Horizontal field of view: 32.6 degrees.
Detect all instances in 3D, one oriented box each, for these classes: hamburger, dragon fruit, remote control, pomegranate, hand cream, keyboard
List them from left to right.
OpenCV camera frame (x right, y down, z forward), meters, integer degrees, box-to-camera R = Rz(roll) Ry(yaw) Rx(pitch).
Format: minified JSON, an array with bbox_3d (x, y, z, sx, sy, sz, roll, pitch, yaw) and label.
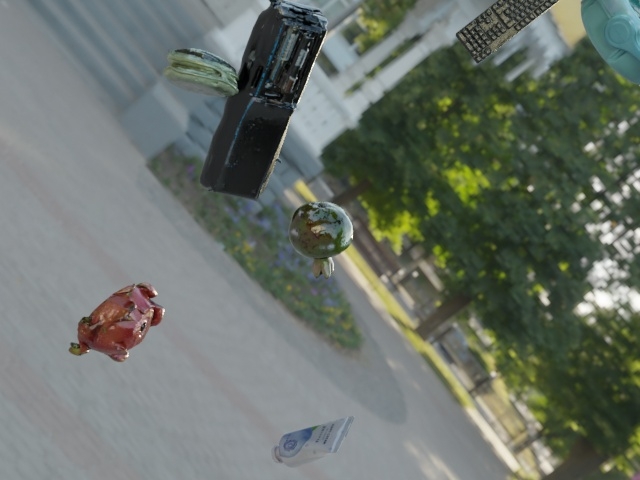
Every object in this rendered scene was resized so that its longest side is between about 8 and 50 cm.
[{"bbox_3d":[-0.261,0.114,1.443,0.068,0.126,0.112,47,-33,13],"label":"dragon fruit"},{"bbox_3d":[-0.209,-0.294,1.922,0.133,0.062,0.140,17,-6,-35],"label":"hamburger"},{"bbox_3d":[-0.102,-0.246,2.009,0.144,0.399,0.062,10,30,-23],"label":"remote control"},{"bbox_3d":[-0.017,0.315,1.698,0.053,0.142,0.084,52,36,-16],"label":"hand cream"},{"bbox_3d":[0.000,0.000,1.904,0.114,0.114,0.142,-121,-154,-60],"label":"pomegranate"},{"bbox_3d":[0.309,-0.361,1.704,0.061,0.204,0.013,54,10,8],"label":"keyboard"}]

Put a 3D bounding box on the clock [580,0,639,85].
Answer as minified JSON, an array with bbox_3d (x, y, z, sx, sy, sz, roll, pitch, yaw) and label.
[{"bbox_3d":[0.518,-0.354,1.795,0.223,0.094,0.274,9,57,-37],"label":"clock"}]
